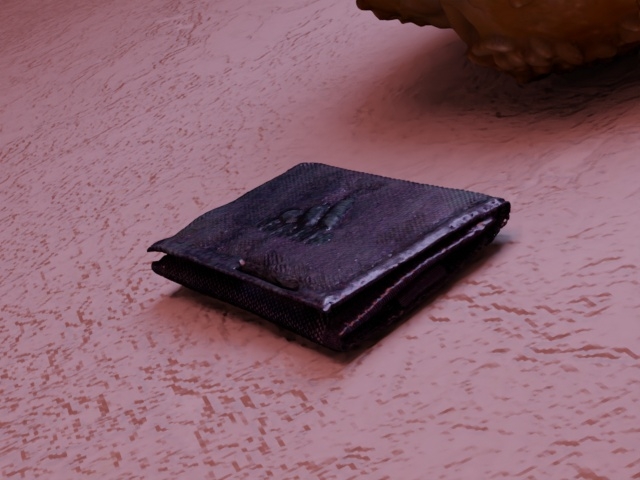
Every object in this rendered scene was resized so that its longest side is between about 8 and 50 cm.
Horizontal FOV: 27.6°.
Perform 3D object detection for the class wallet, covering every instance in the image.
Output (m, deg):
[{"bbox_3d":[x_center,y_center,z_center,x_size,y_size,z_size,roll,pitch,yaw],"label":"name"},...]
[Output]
[{"bbox_3d":[0.000,0.001,0.621,0.111,0.030,0.166,-30,26,-27],"label":"wallet"}]

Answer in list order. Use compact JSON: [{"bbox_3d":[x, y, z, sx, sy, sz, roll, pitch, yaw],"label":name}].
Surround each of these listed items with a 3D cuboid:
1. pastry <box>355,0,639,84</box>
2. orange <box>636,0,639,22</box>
[{"bbox_3d":[0.141,-0.205,0.737,0.315,0.184,0.284,8,45,36],"label":"pastry"},{"bbox_3d":[0.221,-0.097,0.346,0.274,0.274,0.274,-19,24,9],"label":"orange"}]
